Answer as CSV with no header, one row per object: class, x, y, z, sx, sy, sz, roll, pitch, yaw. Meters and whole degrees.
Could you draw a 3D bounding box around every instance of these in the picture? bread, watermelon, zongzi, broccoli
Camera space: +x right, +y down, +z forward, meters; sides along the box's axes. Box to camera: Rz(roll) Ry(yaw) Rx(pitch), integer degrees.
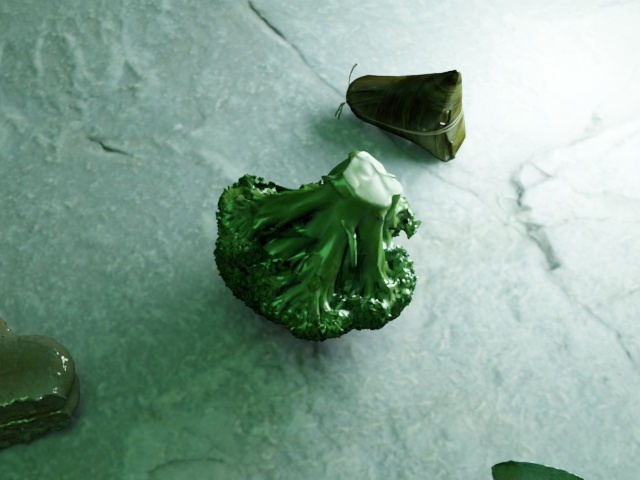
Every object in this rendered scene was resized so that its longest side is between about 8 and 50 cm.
bread,-0.469,0.176,1.695,0.337,0.102,0.183,-14,58,-6
watermelon,0.275,0.308,1.583,0.094,0.081,0.180,-47,49,-5
zongzi,0.108,-0.204,1.848,0.187,0.184,0.084,24,66,18
broccoli,0.000,0.000,1.712,0.269,0.241,0.261,37,42,-7
